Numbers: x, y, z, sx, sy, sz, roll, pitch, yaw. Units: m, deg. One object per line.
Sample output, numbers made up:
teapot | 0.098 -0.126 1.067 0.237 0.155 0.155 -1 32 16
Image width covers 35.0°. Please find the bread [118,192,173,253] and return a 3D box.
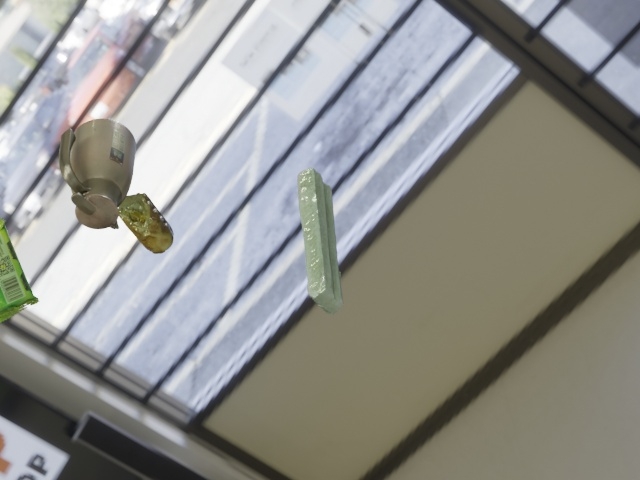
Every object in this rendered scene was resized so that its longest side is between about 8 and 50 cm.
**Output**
bread | -0.288 -0.024 1.696 0.060 0.110 0.066 -45 32 -21

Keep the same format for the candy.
candy | -0.560 0.055 1.744 0.102 0.178 0.032 -25 26 -20

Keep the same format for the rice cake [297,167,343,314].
rice cake | 0.000 0.000 1.603 0.040 0.085 0.226 -15 63 18

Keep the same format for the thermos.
thermos | -0.356 -0.106 1.582 0.105 0.137 0.193 -28 38 16
